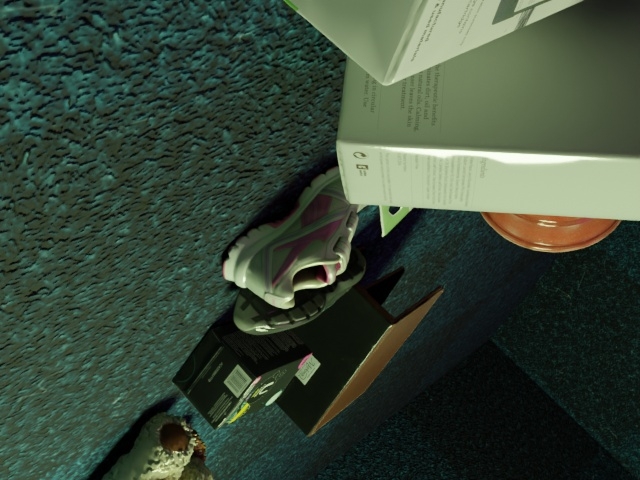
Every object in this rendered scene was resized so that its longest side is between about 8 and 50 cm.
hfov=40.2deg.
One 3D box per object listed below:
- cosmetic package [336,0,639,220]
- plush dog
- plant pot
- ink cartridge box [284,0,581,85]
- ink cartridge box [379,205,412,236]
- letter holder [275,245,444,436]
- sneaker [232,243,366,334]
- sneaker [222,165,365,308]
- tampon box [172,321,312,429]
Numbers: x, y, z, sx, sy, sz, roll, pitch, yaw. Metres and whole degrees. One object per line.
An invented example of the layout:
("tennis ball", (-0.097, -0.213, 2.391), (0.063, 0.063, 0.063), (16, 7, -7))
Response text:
("cosmetic package", (0.209, -0.137, 0.844), (0.155, 0.366, 0.196), (76, 21, -69))
("plush dog", (-0.247, 0.415, 1.385), (0.211, 0.262, 0.225), (-17, 163, 25))
("plant pot", (0.394, -0.162, 1.440), (0.272, 0.272, 0.265), (-40, 153, -15))
("ink cartridge box", (0.085, -0.248, 0.651), (0.273, 0.198, 0.114), (-30, 155, -39))
("ink cartridge box", (0.156, -0.126, 1.290), (0.235, 0.056, 0.171), (-41, 161, -9))
("letter holder", (0.053, 0.161, 1.537), (0.214, 0.152, 0.302), (-24, 152, -52))
("sneaker", (-0.032, 0.089, 1.277), (0.267, 0.101, 0.106), (-23, 154, -48))
("sneaker", (0.000, 0.000, 1.135), (0.252, 0.111, 0.103), (-40, 161, -16))
("tampon box", (-0.114, 0.191, 1.314), (0.120, 0.101, 0.161), (-53, 160, 24))
